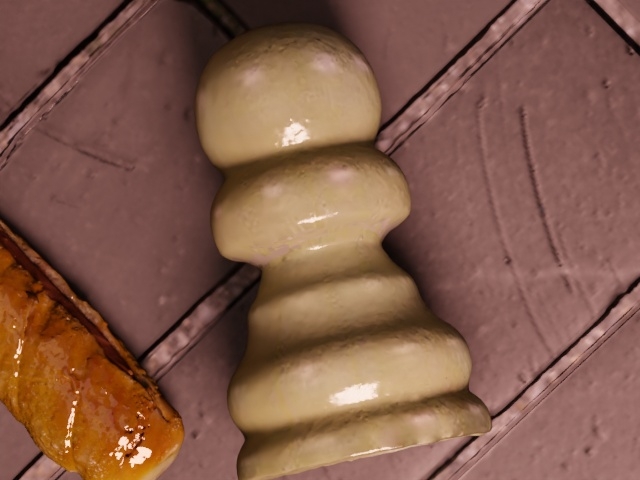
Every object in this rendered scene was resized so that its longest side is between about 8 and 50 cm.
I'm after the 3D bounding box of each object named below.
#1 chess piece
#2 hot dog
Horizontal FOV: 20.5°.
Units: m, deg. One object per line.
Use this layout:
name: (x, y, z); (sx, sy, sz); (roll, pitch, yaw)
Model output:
chess piece: (0.000, 0.000, 1.001); (0.144, 0.144, 0.251); (-13, 82, 9)
hot dog: (-0.198, 0.039, 1.063); (0.286, 0.061, 0.088); (41, 105, 8)
